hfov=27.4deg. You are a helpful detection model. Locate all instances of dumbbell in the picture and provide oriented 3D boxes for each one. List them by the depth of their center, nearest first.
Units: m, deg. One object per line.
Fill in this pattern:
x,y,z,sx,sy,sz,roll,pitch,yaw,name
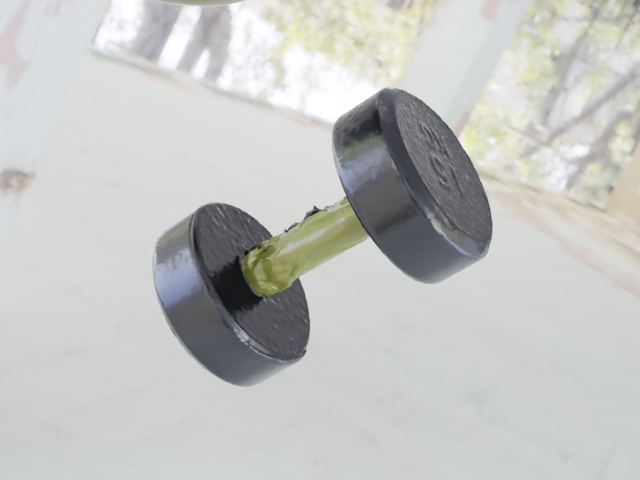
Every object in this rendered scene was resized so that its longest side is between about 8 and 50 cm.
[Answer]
0.000,0.000,1.386,0.204,0.322,0.203,44,-152,-31,dumbbell

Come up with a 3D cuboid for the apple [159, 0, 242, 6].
-0.120,-0.356,1.273,0.262,0.262,0.262,25,-168,-6,apple
